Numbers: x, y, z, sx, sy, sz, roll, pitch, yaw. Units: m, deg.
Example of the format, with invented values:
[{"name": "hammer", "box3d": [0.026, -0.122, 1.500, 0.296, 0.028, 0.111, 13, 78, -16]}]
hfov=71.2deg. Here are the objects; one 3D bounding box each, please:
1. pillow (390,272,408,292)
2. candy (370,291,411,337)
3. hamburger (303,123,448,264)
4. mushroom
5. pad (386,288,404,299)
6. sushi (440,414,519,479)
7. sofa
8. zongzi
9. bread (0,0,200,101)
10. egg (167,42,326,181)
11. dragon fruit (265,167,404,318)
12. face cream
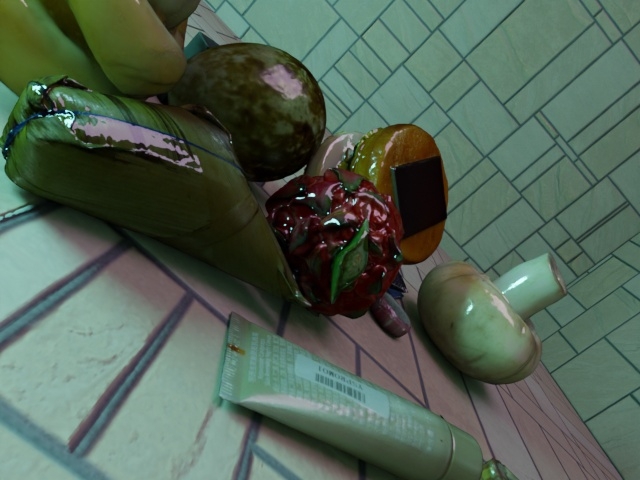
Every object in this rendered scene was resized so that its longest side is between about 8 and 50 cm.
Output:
[{"name": "pillow", "box3d": [0.118, 0.044, 1.050, 0.208, 0.055, 0.141, 30, 25, -38]}, {"name": "candy", "box3d": [0.144, 0.152, 0.925, 0.103, 0.043, 0.103, 44, 14, -13]}, {"name": "hamburger", "box3d": [0.107, -0.090, 0.889, 0.225, 0.291, 0.291, -2, -28, 46]}, {"name": "mushroom", "box3d": [0.421, 0.204, 1.108, 0.353, 0.353, 0.325, 43, 47, -14]}, {"name": "pad", "box3d": [0.093, 0.042, 1.117, 0.269, 0.012, 0.269, 53, 17, 19]}, {"name": "sushi", "box3d": [0.311, 0.437, 0.631, 0.320, 0.068, 0.339, 47, 16, 0]}, {"name": "sofa", "box3d": [-0.243, -0.317, 0.857, 0.085, 0.147, 0.060, 13, 42, -59]}, {"name": "zongzi", "box3d": [-0.148, -0.018, 0.470, 0.289, 0.123, 0.260, 59, 24, 8]}, {"name": "bread", "box3d": [-0.250, -0.350, 0.542, 0.329, 0.245, 0.425, 71, 18, -72]}, {"name": "egg", "box3d": [-0.124, -0.224, 0.791, 0.289, 0.238, 0.238, -2, 49, -46]}, {"name": "dragon fruit", "box3d": [0.000, 0.000, 0.693, 0.233, 0.234, 0.293, 40, -14, -23]}, {"name": "face cream", "box3d": [0.039, 0.196, 0.510, 0.341, 0.084, 0.137, 33, 18, -18]}]
